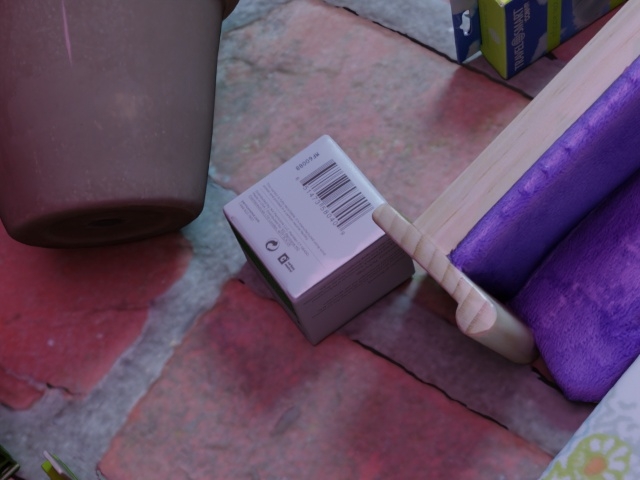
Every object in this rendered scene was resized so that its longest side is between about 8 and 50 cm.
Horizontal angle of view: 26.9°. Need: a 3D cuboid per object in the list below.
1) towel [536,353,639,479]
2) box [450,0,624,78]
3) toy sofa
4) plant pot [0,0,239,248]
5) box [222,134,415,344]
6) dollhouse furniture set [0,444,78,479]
[{"bbox_3d":[0.296,0.179,0.790,0.374,0.090,0.320,-48,43,-9],"label":"towel"},{"bbox_3d":[0.187,-0.203,1.052,0.178,0.109,0.042,-35,64,-7],"label":"box"},{"bbox_3d":[0.227,-0.069,0.902,0.362,0.150,0.177,-46,67,5],"label":"toy sofa"},{"bbox_3d":[-0.179,-0.120,1.024,0.263,0.263,0.229,-10,79,6],"label":"plant pot"},{"bbox_3d":[0.000,0.000,0.999,0.102,0.087,0.101,-36,62,-7],"label":"box"},{"bbox_3d":[-0.199,0.200,0.953,0.076,0.058,0.151,-42,63,-11],"label":"dollhouse furniture set"}]
